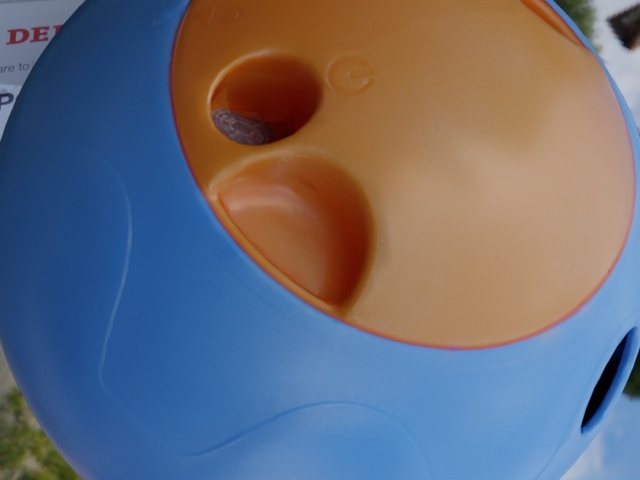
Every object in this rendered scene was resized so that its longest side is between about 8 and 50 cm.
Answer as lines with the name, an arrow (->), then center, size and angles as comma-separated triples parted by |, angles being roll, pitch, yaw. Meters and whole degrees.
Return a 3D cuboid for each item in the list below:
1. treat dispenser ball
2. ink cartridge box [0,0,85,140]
treat dispenser ball -> 0.000, 0.000, 0.518 | 0.288, 0.288, 0.288 | -64, -179, 1
ink cartridge box -> -0.199, -0.073, 0.653 | 0.158, 0.092, 0.218 | -13, 138, -33
